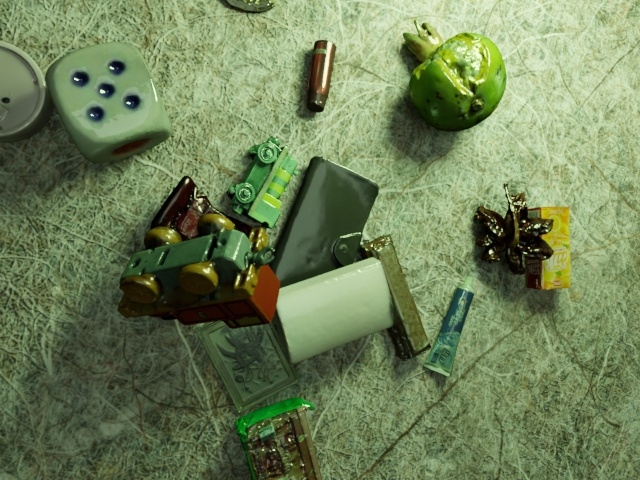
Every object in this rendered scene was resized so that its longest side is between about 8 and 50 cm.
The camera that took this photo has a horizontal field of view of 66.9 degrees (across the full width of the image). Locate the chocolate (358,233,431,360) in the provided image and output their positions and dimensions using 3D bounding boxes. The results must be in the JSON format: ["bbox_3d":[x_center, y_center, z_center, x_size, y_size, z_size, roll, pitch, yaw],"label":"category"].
[{"bbox_3d":[0.192,0.144,1.225,0.102,0.065,0.330,-21,93,-13],"label":"chocolate"}]

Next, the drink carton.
[{"bbox_3d":[0.624,0.021,1.329,0.095,0.071,0.223,-1,90,-15],"label":"drink carton"}]

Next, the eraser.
[{"bbox_3d":[0.029,0.163,1.134,0.269,0.094,0.174,-18,104,-16],"label":"eraser"}]

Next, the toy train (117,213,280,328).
[{"bbox_3d":[-0.237,0.083,1.004,0.368,0.163,0.232,-12,133,23],"label":"toy train"}]

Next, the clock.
[{"bbox_3d":[-0.670,-0.308,1.007,0.196,0.068,0.197,0,90,-14],"label":"clock"}]

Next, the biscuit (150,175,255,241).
[{"bbox_3d":[-0.260,-0.019,1.110,0.235,0.063,0.151,39,82,-18],"label":"biscuit"}]

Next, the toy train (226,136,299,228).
[{"bbox_3d":[-0.129,-0.138,1.141,0.132,0.083,0.200,31,82,-23],"label":"toy train"}]

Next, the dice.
[{"bbox_3d":[-0.430,-0.279,1.003,0.194,0.193,0.192,-25,95,-12],"label":"dice"}]

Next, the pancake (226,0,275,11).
[{"bbox_3d":[-0.177,-0.645,1.156,0.184,0.020,0.191,20,86,-13],"label":"pancake"}]

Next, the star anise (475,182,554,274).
[{"bbox_3d":[0.496,-0.009,1.263,0.220,0.190,0.126,41,39,5],"label":"star anise"}]

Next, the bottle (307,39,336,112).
[{"bbox_3d":[0.000,-0.398,1.183,0.060,0.060,0.165,9,88,-14],"label":"bottle"}]

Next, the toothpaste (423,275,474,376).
[{"bbox_3d":[0.350,0.221,1.276,0.069,0.047,0.269,21,88,-26],"label":"toothpaste"}]

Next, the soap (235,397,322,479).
[{"bbox_3d":[-0.089,0.530,1.135,0.217,0.098,0.274,-15,93,-14],"label":"soap"}]

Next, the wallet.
[{"bbox_3d":[0.000,0.000,1.183,0.197,0.051,0.378,23,87,-14],"label":"wallet"}]

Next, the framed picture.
[{"bbox_3d":[-0.169,0.274,1.152,0.172,0.010,0.232,-27,96,-5],"label":"framed picture"}]

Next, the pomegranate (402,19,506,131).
[{"bbox_3d":[0.313,-0.414,1.198,0.235,0.236,0.302,-23,62,-13],"label":"pomegranate"}]
